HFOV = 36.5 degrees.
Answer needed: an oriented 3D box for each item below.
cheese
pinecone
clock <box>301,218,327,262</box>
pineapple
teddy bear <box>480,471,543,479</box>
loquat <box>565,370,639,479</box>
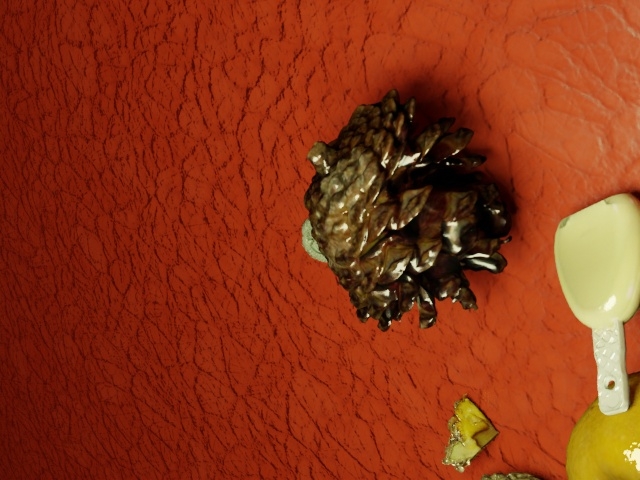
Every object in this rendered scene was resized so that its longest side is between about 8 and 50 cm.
[{"bbox_3d":[0.327,0.075,1.105,0.127,0.054,0.251,-32,46,49],"label":"cheese"},{"bbox_3d":[0.111,-0.031,1.240,0.295,0.242,0.298,60,172,-12],"label":"pinecone"},{"bbox_3d":[0.000,0.000,1.554,0.083,0.010,0.074,18,119,41],"label":"clock"},{"bbox_3d":[0.211,0.295,1.397,0.077,0.114,0.114,10,119,24],"label":"pineapple"},{"bbox_3d":[0.289,0.441,1.328,0.256,0.156,0.267,63,169,0],"label":"teddy bear"},{"bbox_3d":[0.385,0.252,1.105,0.208,0.208,0.208,21,121,40],"label":"loquat"}]
